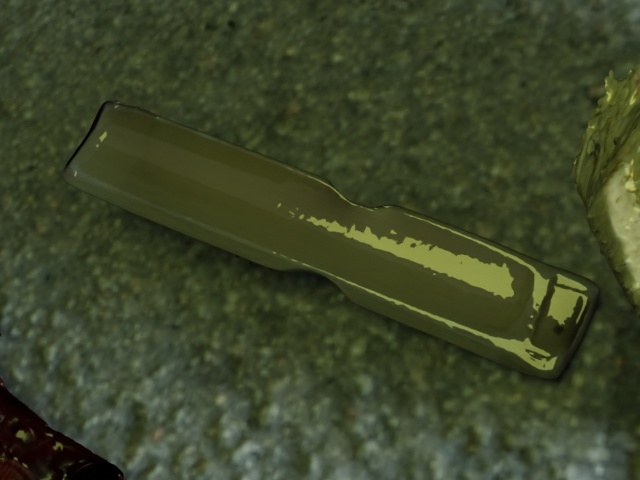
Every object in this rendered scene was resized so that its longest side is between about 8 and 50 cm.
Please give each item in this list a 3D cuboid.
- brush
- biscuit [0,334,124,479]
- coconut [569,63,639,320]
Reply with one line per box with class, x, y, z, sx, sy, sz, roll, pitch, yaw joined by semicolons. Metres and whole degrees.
brush;0.000;0.000;0.933;0.321;0.050;0.060;21;73;26
biscuit;-0.206;0.134;0.953;0.151;0.063;0.235;-48;51;-3
coconut;0.245;-0.020;0.702;0.245;0.233;0.233;-32;55;11
